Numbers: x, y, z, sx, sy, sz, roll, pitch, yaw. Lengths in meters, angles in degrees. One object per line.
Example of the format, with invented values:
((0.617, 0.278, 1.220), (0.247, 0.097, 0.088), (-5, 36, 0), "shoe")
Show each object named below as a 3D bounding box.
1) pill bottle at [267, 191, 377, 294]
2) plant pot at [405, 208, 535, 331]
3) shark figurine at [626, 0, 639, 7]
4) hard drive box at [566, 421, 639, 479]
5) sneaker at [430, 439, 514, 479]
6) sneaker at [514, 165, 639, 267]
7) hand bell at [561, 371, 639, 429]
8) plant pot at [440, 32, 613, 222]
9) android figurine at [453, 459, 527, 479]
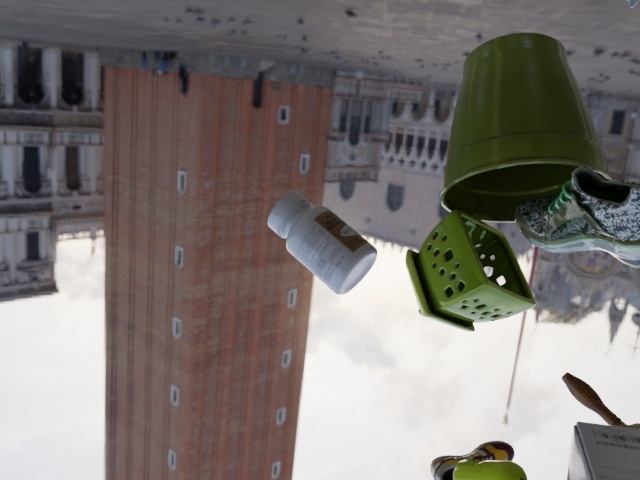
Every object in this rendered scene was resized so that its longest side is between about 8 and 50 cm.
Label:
((0.000, 0.000, 1.404), (0.229, 0.131, 0.131), (40, -153, 19), "pill bottle")
((0.349, 0.091, 1.579), (0.228, 0.207, 0.227), (23, -138, -40), "plant pot")
((0.429, -0.447, 0.875), (0.278, 0.166, 0.116), (19, -157, -36), "shark figurine")
((0.307, 0.250, 0.510), (0.181, 0.089, 0.232), (4, -165, 12), "hard drive box")
((0.329, 0.481, 1.367), (0.186, 0.069, 0.084), (-18, -179, -1), "sneaker")
((0.527, -0.078, 1.266), (0.158, 0.182, 0.410), (-40, -160, -16), "sneaker")
((0.571, 0.353, 1.268), (0.242, 0.126, 0.126), (43, -156, 10), "hand bell")
((0.458, -0.265, 1.486), (0.367, 0.352, 0.366), (2, 163, 1), "plant pot")
((0.226, 0.373, 0.725), (0.056, 0.248, 0.273), (-5, 169, -29), "android figurine")
